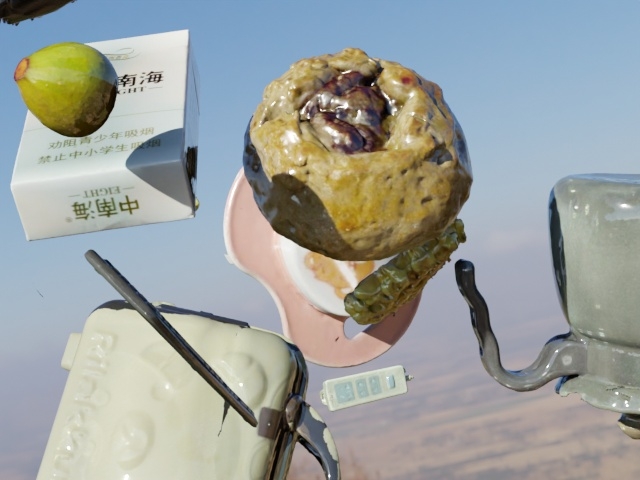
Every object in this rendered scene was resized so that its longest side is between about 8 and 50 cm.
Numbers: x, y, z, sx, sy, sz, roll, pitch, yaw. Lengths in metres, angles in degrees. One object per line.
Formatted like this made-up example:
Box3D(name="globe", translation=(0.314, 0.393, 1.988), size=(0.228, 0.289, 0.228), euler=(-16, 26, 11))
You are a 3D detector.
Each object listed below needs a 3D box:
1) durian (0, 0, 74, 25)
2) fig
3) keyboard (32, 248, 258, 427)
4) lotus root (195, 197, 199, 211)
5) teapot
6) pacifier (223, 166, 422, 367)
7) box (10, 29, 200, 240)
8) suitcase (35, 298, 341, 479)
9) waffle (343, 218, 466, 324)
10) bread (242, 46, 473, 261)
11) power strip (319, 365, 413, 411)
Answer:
Box3D(name="durian", translation=(-0.346, -0.421, 1.539), size=(0.347, 0.348, 0.384), euler=(-14, 29, 28))
Box3D(name="fig", translation=(-0.201, -0.121, 1.073), size=(0.074, 0.074, 0.088), euler=(-14, -19, 34))
Box3D(name="keyboard", translation=(-0.142, 0.073, 1.158), size=(0.041, 0.103, 0.381), euler=(-48, -28, -2))
Box3D(name="lotus root", translation=(-0.229, -0.059, 2.154), size=(0.054, 0.049, 0.099), euler=(-6, 11, -40))
Box3D(name="teapot", translation=(0.320, 0.077, 1.458), size=(0.305, 0.285, 0.223), euler=(-4, 9, -37))
Box3D(name="pacifier", translation=(0.001, 0.012, 1.842), size=(0.273, 0.332, 0.220), euler=(-22, 21, 33))
Box3D(name="box", translation=(-0.191, -0.103, 1.269), size=(0.155, 0.067, 0.243), euler=(-6, 36, 2))
Box3D(name="suitcase", translation=(-0.142, 0.248, 1.536), size=(0.339, 0.352, 0.194), euler=(12, -18, 9))
Box3D(name="waffle", translation=(0.102, 0.034, 1.508), size=(0.192, 0.046, 0.160), euler=(-42, -12, 32))
Box3D(name="bread", translation=(0.035, -0.089, 1.328), size=(0.230, 0.230, 0.123), euler=(-12, -31, -19))
Box3D(name="power strip", translation=(0.041, 0.127, 1.190), size=(0.083, 0.027, 0.017), euler=(-13, -7, -8))
